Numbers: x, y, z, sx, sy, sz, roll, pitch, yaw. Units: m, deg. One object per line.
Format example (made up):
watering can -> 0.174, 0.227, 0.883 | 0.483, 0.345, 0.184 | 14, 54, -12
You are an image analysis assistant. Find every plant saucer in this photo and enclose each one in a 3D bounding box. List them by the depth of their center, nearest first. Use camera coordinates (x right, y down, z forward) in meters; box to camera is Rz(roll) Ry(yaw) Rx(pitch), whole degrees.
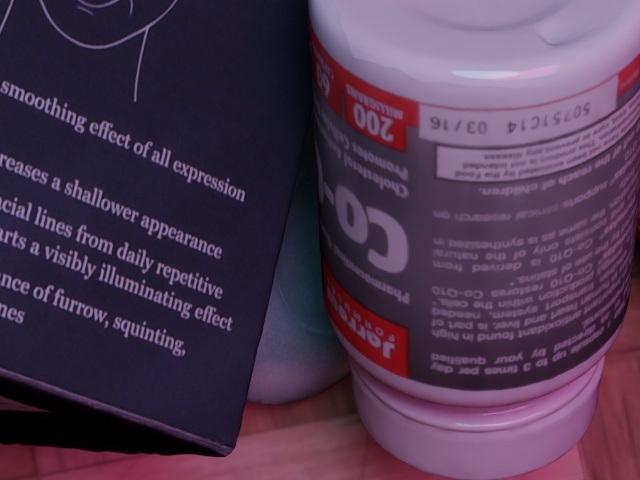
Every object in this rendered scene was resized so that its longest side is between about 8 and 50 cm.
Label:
plant saucer -> 0.000, 0.000, 1.085 | 0.195, 0.037, 0.195 | -11, 107, -41

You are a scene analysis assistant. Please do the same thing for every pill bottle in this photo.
pill bottle -> 0.078, -0.020, 0.977 | 0.161, 0.283, 0.161 | -2, 43, 1

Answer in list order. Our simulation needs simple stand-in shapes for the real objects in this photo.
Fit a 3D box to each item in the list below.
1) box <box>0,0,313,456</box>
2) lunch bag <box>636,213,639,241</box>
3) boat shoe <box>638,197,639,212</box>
box -> -0.168, -0.124, 0.947 | 0.293, 0.212, 0.396 | 25, 72, -39
lunch bag -> 0.332, -0.043, 1.213 | 0.293, 0.120, 0.258 | -40, 119, -21
boat shoe -> 0.095, -0.170, 1.093 | 0.123, 0.123, 0.342 | -31, 99, -34
